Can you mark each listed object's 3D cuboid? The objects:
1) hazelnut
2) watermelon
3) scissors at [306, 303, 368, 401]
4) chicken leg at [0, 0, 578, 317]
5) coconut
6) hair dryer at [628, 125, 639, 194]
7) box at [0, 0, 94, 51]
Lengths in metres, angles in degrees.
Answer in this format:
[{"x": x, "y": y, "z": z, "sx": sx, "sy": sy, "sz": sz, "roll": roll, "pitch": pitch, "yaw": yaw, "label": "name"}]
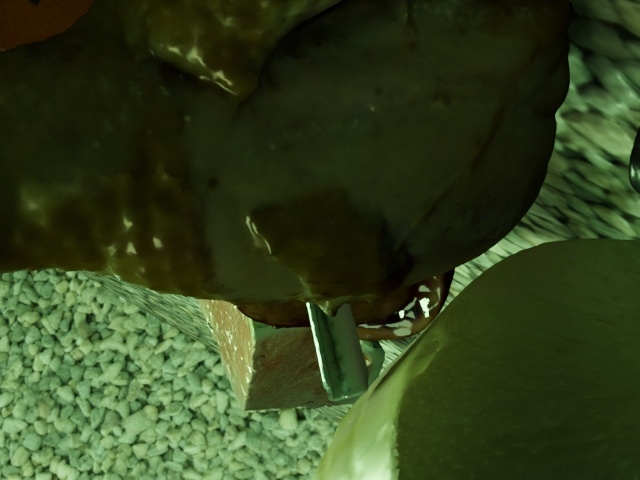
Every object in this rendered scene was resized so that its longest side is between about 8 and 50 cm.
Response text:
[{"x": 0.003, "y": -0.003, "z": 0.945, "sx": 0.201, "sy": 0.160, "sz": 0.170, "roll": 39, "pitch": 166, "yaw": -2, "label": "hazelnut"}, {"x": -0.040, "y": 0.103, "z": 1.488, "sx": 0.256, "sy": 0.176, "sz": 0.260, "roll": 25, "pitch": 146, "yaw": -2, "label": "watermelon"}, {"x": -0.013, "y": -0.032, "z": 0.774, "sx": 0.125, "sy": 0.030, "sz": 0.256, "roll": 78, "pitch": 178, "yaw": -81, "label": "scissors"}, {"x": -0.060, "y": -0.084, "z": 0.539, "sx": 0.182, "sy": 0.409, "sz": 0.295, "roll": 56, "pitch": 146, "yaw": 36, "label": "chicken leg"}, {"x": 0.160, "y": 0.163, "z": 0.727, "sx": 0.352, "sy": 0.353, "sz": 0.352, "roll": 31, "pitch": 168, "yaw": 7, "label": "coconut"}, {"x": 0.176, "y": -0.075, "z": 0.483, "sx": 0.128, "sy": 0.070, "sz": 0.255, "roll": 26, "pitch": 159, "yaw": 31, "label": "hair dryer"}, {"x": -0.228, "y": -0.161, "z": 0.773, "sx": 0.259, "sy": 0.214, "sz": 0.283, "roll": 40, "pitch": 165, "yaw": -22, "label": "box"}]
